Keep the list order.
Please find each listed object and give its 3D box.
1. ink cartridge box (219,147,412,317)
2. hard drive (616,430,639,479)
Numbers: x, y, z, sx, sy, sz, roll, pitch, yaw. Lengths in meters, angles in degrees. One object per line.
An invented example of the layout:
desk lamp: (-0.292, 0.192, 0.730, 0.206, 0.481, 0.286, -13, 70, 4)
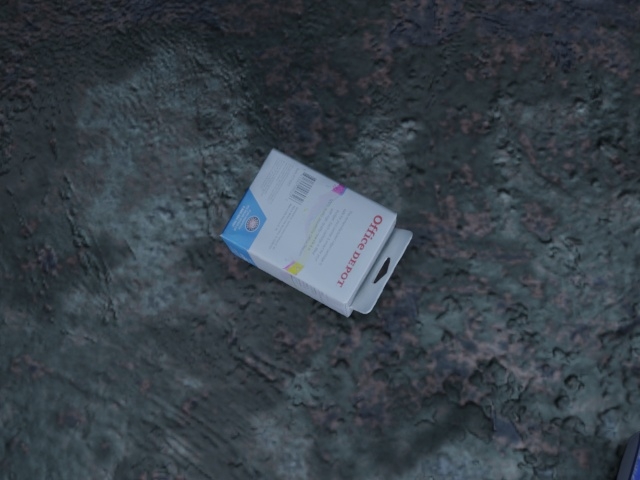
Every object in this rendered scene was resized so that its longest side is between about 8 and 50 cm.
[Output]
ink cartridge box: (0.000, 0.000, 0.974, 0.143, 0.090, 0.092, 29, 81, 8)
hard drive: (0.374, 0.310, 0.876, 0.319, 0.040, 0.210, 22, 69, 3)
